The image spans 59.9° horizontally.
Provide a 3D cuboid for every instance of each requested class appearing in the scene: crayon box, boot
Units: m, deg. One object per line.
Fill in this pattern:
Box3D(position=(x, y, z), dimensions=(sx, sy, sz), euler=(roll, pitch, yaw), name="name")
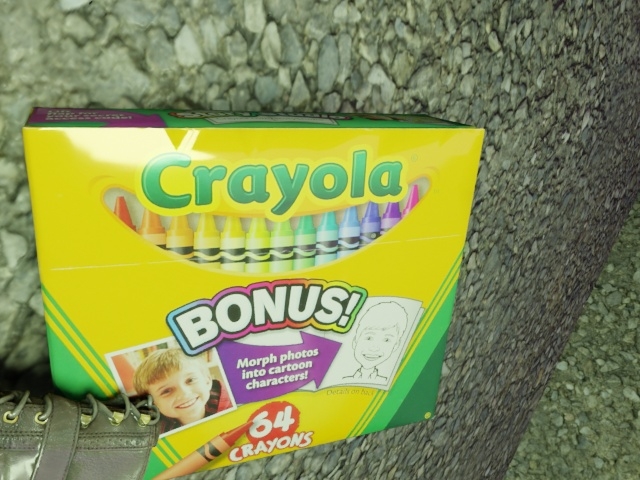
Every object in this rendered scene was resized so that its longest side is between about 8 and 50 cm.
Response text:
Box3D(position=(-0.050, 0.044, 0.509), dimensions=(0.363, 0.106, 0.313), euler=(-5, 114, -22), name="crayon box")
Box3D(position=(-0.214, 0.111, 0.367), dimensions=(0.229, 0.091, 0.262), euler=(17, 85, -40), name="boot")
